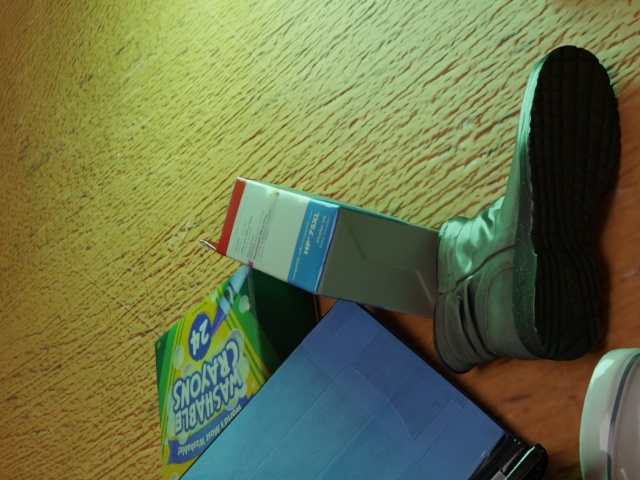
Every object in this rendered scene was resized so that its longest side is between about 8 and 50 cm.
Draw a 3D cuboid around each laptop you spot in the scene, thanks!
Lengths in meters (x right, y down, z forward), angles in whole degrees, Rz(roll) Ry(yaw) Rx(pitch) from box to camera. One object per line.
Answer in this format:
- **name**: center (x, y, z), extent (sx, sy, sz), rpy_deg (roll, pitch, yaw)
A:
- **laptop**: center (-0.050, 0.224, 0.850), extent (0.236, 0.408, 0.382), rpy_deg (41, 88, 14)

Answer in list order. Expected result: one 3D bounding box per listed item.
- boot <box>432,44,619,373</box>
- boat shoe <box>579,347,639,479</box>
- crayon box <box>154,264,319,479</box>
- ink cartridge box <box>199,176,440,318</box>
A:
- **boot**: center (0.142, -0.021, 0.914), extent (0.161, 0.083, 0.246), rpy_deg (-11, 69, 61)
- **boat shoe**: center (0.225, 0.190, 0.716), extent (0.084, 0.095, 0.258), rpy_deg (-18, 75, 49)
- **crayon box**: center (-0.074, 0.208, 1.157), extent (0.203, 0.083, 0.323), rpy_deg (-40, 49, 43)
- **ink cartridge box**: center (0.000, 0.000, 1.066), extent (0.231, 0.134, 0.078), rpy_deg (20, 95, 57)
